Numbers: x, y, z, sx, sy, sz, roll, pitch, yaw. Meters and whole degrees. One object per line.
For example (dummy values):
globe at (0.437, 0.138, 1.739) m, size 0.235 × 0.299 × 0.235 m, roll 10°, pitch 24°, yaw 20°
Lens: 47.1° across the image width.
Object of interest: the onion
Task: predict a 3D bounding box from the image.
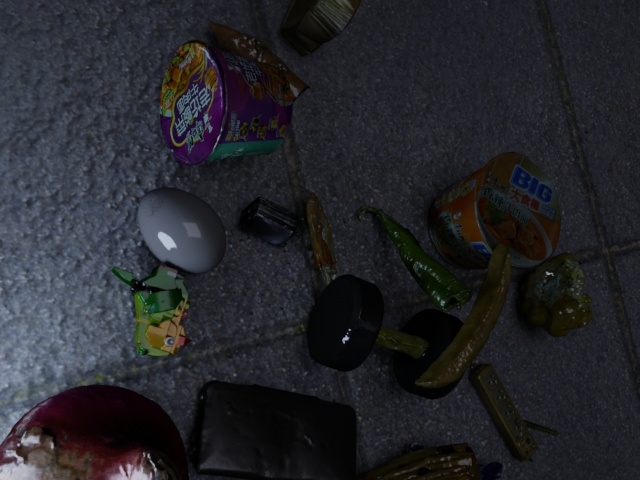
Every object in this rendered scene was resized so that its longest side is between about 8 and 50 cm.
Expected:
onion at (-0.342, 0.394, 1.191) m, size 0.347 × 0.385 × 0.348 m, roll 21°, pitch 59°, yaw -40°

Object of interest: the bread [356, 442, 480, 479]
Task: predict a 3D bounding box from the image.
bread at (0.232, 0.607, 1.581) m, size 0.324 × 0.167 × 0.277 m, roll -15°, pitch 88°, yaw -16°

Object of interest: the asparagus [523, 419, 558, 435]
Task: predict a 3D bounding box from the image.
asparagus at (0.582, 0.495, 1.938) m, size 0.127 × 0.018 × 0.015 m, roll 23°, pitch 94°, yaw -25°

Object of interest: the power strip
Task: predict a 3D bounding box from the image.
power strip at (0.469, 0.441, 1.866) m, size 0.064 × 0.044 × 0.305 m, roll -34°, pitch 98°, yaw -33°

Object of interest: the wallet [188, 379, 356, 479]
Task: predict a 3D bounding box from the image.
wallet at (-0.085, 0.404, 1.519) m, size 0.377 × 0.051 × 0.197 m, roll 17°, pitch 58°, yaw -27°

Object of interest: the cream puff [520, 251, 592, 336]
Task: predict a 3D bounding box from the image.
cream puff at (0.636, 0.159, 1.963) m, size 0.194 × 0.194 × 0.221 m, roll 21°, pitch 57°, yaw -26°

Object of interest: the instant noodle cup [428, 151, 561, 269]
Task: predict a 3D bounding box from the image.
instant noodle cup at (0.426, -0.054, 1.845) m, size 0.296 × 0.214 × 0.296 m, roll 7°, pitch 77°, yaw -29°

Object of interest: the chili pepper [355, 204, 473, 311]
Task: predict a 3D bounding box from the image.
chili pepper at (0.208, 0.034, 1.686) m, size 0.085 × 0.359 × 0.076 m, roll -32°, pitch 139°, yaw -11°

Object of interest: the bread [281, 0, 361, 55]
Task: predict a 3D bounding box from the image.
bread at (0.016, -0.554, 1.718) m, size 0.109 × 0.192 × 0.210 m, roll 31°, pitch 65°, yaw -25°

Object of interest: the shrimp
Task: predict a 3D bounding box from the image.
shrimp at (-0.002, 0.000, 1.647) m, size 0.115 × 0.051 × 0.217 m, roll -33°, pitch 112°, yaw -73°

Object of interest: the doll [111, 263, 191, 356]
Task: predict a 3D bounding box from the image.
doll at (-0.319, 0.134, 1.420) m, size 0.134 × 0.106 × 0.186 m, roll -9°, pitch 84°, yaw -26°

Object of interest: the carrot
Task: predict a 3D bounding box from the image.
carrot at (-0.149, -0.396, 1.649) m, size 0.263 × 0.102 × 0.102 m, roll 40°, pitch 62°, yaw -14°

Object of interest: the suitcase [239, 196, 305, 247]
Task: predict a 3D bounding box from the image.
suitcase at (-0.109, -0.040, 1.597) m, size 0.126 × 0.086 × 0.059 m, roll 27°, pitch 52°, yaw -24°

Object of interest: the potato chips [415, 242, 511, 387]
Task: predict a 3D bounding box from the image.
potato chips at (0.337, 0.172, 1.594) m, size 0.080 × 0.057 × 0.407 m, roll 48°, pitch 61°, yaw -23°

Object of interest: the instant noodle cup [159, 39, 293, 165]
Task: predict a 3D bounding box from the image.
instant noodle cup at (-0.188, -0.276, 1.521) m, size 0.190 × 0.251 × 0.251 m, roll -3°, pitch 81°, yaw -41°

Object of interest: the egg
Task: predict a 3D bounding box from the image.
egg at (-0.274, -0.021, 1.456) m, size 0.199 × 0.146 × 0.146 m, roll 48°, pitch 60°, yaw -6°

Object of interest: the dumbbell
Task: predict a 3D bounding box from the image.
dumbbell at (0.152, 0.218, 1.628) m, size 0.322 × 0.203 × 0.204 m, roll 23°, pitch 69°, yaw -26°

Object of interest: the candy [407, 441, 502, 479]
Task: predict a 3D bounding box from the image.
candy at (0.308, 0.569, 1.728) m, size 0.275 × 0.070 × 0.145 m, roll 20°, pitch 77°, yaw -23°
